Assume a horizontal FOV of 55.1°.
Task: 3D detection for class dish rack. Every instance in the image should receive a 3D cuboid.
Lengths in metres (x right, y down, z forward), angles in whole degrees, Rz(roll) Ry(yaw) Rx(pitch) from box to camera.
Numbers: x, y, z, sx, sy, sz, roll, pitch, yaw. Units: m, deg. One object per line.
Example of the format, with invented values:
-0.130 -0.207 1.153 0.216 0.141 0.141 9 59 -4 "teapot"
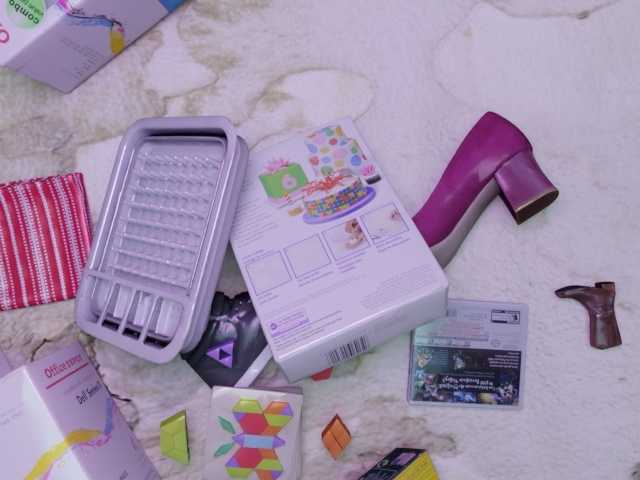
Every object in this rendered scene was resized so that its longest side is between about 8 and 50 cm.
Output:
-0.221 -0.009 0.878 0.072 0.285 0.333 19 83 -47 "dish rack"

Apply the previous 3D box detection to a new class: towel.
-0.492 0.010 0.949 0.274 0.031 0.199 -10 91 -4 "towel"

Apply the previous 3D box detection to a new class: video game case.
0.240 0.184 1.002 0.190 0.022 0.173 4 89 -5 "video game case"

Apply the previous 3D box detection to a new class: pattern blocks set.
-0.097 0.294 0.923 0.285 0.026 0.325 -7 110 -2 "pattern blocks set"

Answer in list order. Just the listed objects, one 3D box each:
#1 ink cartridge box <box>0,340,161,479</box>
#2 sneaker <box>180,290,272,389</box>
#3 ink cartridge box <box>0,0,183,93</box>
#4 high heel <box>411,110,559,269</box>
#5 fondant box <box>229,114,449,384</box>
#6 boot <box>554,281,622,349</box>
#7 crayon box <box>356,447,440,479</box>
-0.371 0.272 0.865 0.119 0.207 0.354 -30 92 -2 "ink cartridge box"
-0.110 0.094 0.935 0.146 0.104 0.296 36 91 -8 "sneaker"
-0.356 -0.381 0.867 0.270 0.197 0.198 -37 92 3 "ink cartridge box"
0.169 -0.051 0.980 0.377 0.127 0.181 -27 62 0 "high heel"
0.000 0.000 0.870 0.238 0.096 0.330 -23 58 -4 "fondant box"
0.442 0.130 1.011 0.106 0.037 0.114 -6 94 -2 "boot"
0.134 0.505 0.916 0.202 0.081 0.319 -24 90 -37 "crayon box"
